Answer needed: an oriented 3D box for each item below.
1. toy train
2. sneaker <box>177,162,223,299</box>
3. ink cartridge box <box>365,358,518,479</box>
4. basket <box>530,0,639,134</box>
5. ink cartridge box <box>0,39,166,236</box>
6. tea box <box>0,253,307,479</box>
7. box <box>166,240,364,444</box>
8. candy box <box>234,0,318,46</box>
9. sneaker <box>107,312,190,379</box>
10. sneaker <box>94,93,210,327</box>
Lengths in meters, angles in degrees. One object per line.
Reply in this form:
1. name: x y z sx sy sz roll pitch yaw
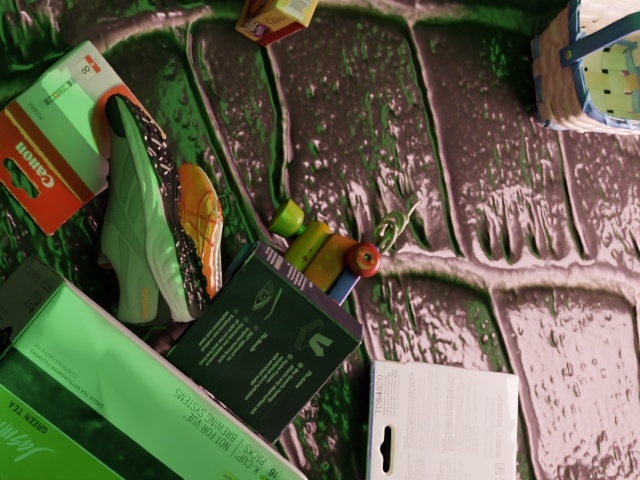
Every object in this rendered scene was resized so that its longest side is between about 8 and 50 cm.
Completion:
1. toy train: 0.000 0.000 1.937 0.143 0.105 0.248 39 65 -6
2. sneaker: -0.151 -0.003 1.859 0.067 0.064 0.175 0 83 -35
3. ink cartridge box: 0.142 0.265 2.006 0.224 0.045 0.223 10 78 -28
4. basket: 0.421 -0.240 2.103 0.255 0.289 0.201 2 82 -32
5. ink cartridge box: -0.282 -0.116 1.811 0.145 0.045 0.179 52 59 -14
6. tea box: -0.255 0.247 1.624 0.329 0.220 0.323 42 82 -19
7. box: -0.060 0.112 1.810 0.158 0.093 0.156 40 100 -3
8. candy box: -0.028 -0.334 1.954 0.053 0.109 0.187 29 70 -24
9. sneaker: -0.235 0.119 1.768 0.215 0.084 0.083 18 96 -28
10. sneaker: -0.204 -0.034 1.762 0.100 0.108 0.271 39 36 -69
